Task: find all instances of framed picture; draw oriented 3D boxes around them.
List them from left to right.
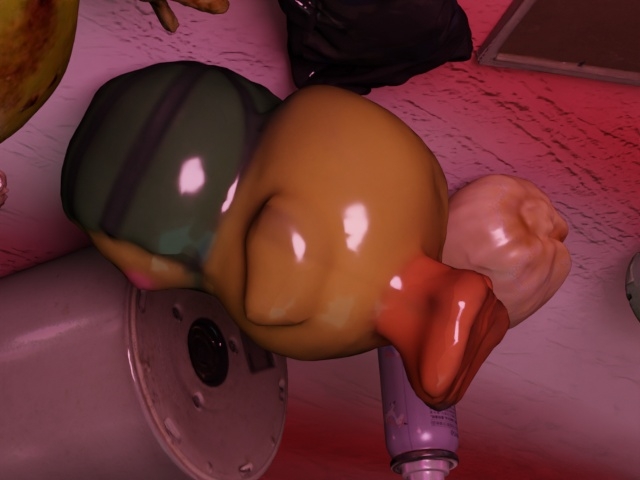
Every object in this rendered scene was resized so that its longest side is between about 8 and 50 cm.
[{"bbox_3d":[0.265,-0.163,0.879,0.260,0.023,0.189,4,152,-17],"label":"framed picture"}]

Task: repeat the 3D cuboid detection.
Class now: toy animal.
[{"bbox_3d":[-0.020,-0.020,0.882,0.338,0.191,0.216,25,180,13],"label":"toy animal"}]

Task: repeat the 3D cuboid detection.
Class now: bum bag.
[{"bbox_3d":[0.035,-0.160,0.787,0.137,0.074,0.310,-4,168,4],"label":"bum bag"}]

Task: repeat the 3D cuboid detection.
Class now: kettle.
[{"bbox_3d":[-0.229,0.134,1.218,0.376,0.250,0.361,-15,180,26],"label":"kettle"}]

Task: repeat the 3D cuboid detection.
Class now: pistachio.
[{"bbox_3d":[0.150,0.013,1.113,0.145,0.117,0.200,-2,160,-2],"label":"pistachio"}]

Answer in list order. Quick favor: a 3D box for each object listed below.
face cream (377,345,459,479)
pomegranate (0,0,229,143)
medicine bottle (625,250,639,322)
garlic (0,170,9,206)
[{"bbox_3d":[0.097,0.145,1.239,0.075,0.229,0.075,-3,153,-2],"label":"face cream"},{"bbox_3d":[-0.204,-0.141,0.668,0.231,0.231,0.286,-28,165,39],"label":"pomegranate"},{"bbox_3d":[0.408,0.004,1.115,0.133,0.133,0.274,12,150,-30],"label":"medicine bottle"},{"bbox_3d":[-0.342,-0.039,0.837,0.214,0.191,0.160,-34,163,-28],"label":"garlic"}]
